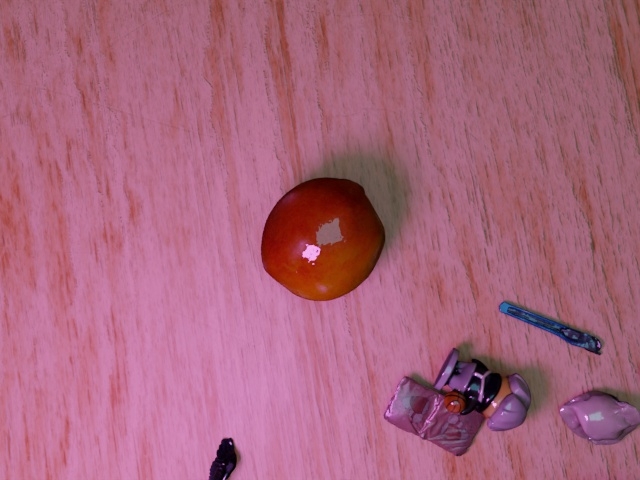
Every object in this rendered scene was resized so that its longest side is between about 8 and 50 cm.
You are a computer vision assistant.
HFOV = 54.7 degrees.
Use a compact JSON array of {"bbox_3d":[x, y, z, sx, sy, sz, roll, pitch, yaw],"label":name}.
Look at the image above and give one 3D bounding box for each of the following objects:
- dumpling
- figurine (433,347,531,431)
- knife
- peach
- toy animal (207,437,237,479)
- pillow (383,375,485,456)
[{"bbox_3d":[0.728,0.470,1.608,0.176,0.092,0.150,-12,99,-4],"label":"dumpling"},{"bbox_3d":[0.416,0.392,1.584,0.236,0.133,0.176,27,55,9],"label":"figurine"},{"bbox_3d":[0.617,0.234,1.659,0.296,0.026,0.044,21,98,3],"label":"knife"},{"bbox_3d":[0.000,0.000,1.576,0.332,0.308,0.308,-37,85,12],"label":"peach"},{"bbox_3d":[-0.268,0.659,1.590,0.197,0.160,0.272,33,49,11],"label":"toy animal"},{"bbox_3d":[0.299,0.465,1.638,0.248,0.049,0.135,26,87,0],"label":"pillow"}]
